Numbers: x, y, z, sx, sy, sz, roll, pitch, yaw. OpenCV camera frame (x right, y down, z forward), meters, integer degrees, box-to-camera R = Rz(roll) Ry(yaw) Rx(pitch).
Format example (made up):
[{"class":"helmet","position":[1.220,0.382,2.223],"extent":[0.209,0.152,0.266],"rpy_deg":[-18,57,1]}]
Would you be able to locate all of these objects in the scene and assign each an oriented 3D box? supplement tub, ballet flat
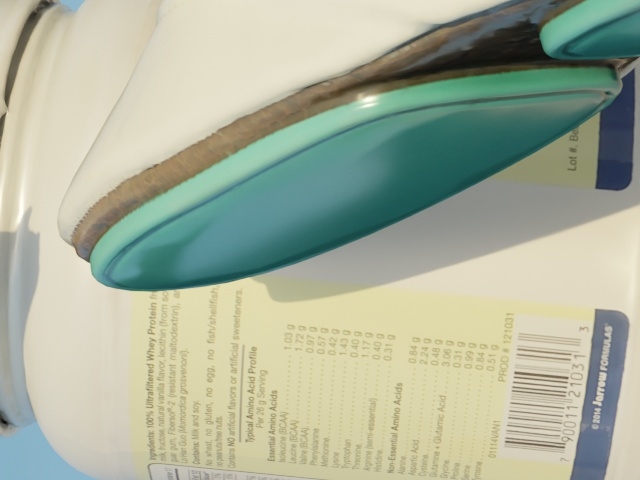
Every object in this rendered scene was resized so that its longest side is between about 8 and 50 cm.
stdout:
[{"class":"supplement tub","position":[0.000,0.000,0.894],"extent":[0.235,0.324,0.235],"rpy_deg":[5,-90,-87]},{"class":"ballet flat","position":[0.051,-0.092,0.553],"extent":[0.139,0.400,0.139],"rpy_deg":[13,-112,-33]}]
